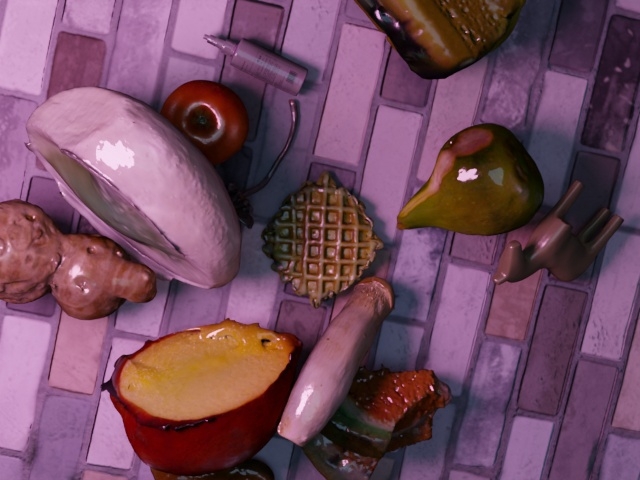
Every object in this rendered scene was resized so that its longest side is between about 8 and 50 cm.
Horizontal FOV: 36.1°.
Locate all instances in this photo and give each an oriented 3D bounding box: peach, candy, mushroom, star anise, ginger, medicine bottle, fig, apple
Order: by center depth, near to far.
[{"bbox_3d":[-0.292,-0.084,1.666,0.186,0.386,0.427,-49,118,-23],"label":"candy"},{"bbox_3d":[-0.469,0.043,1.716,0.375,0.256,0.176,14,65,-9],"label":"ginger"},{"bbox_3d":[-0.208,-0.209,1.753,0.163,0.139,0.164,-1,98,-4],"label":"apple"},{"bbox_3d":[0.032,0.214,1.766,0.095,0.123,0.351,30,60,8],"label":"mushroom"},{"bbox_3d":[-0.191,0.292,1.780,0.361,0.258,0.201,-21,131,-12],"label":"peach"},{"bbox_3d":[-0.122,-0.330,1.789,0.199,0.057,0.058,24,94,-7],"label":"medicine bottle"},{"bbox_3d":[0.263,-0.087,1.805,0.275,0.206,0.206,-30,99,24],"label":"fig"},{"bbox_3d":[-0.132,-0.130,1.832,0.148,0.219,0.227,29,49,21],"label":"star anise"}]

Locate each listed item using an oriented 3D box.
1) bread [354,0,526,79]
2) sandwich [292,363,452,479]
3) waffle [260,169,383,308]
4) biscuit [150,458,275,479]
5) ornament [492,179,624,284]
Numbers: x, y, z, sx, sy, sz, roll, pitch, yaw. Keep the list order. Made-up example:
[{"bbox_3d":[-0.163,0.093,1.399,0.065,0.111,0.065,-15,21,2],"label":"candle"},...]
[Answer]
[{"bbox_3d":[0.173,-0.463,1.723,0.251,0.208,0.376,-44,99,-6],"label":"bread"},{"bbox_3d":[0.106,0.340,1.836,0.301,0.162,0.250,-28,102,1],"label":"sandwich"},{"bbox_3d":[0.000,0.000,1.839,0.214,0.054,0.208,-40,95,3],"label":"waffle"},{"bbox_3d":[-0.240,0.558,1.874,0.381,0.074,0.359,14,94,-4],"label":"biscuit"},{"bbox_3d":[0.433,0.009,1.819,0.245,0.061,0.230,-53,138,4],"label":"ornament"}]
